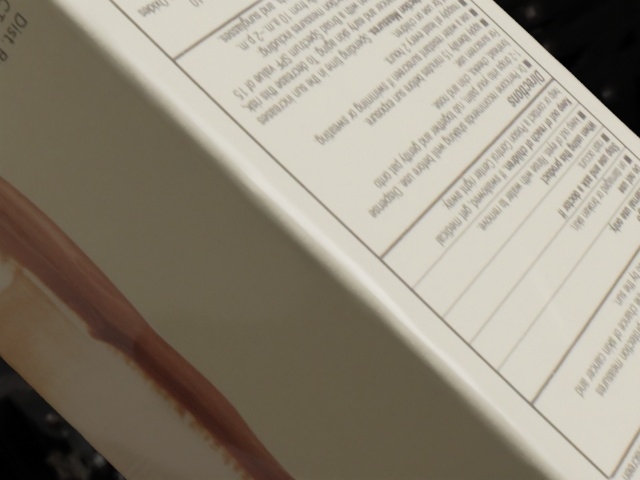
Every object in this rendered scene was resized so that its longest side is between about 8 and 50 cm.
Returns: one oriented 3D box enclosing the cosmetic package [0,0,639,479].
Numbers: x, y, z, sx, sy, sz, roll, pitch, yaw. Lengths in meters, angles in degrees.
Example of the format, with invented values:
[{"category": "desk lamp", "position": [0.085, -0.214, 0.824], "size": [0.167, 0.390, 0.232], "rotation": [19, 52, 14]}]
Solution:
[{"category": "cosmetic package", "position": [0.000, 0.000, 0.432], "size": [0.153, 0.296, 0.129], "rotation": [-41, 174, -48]}]
